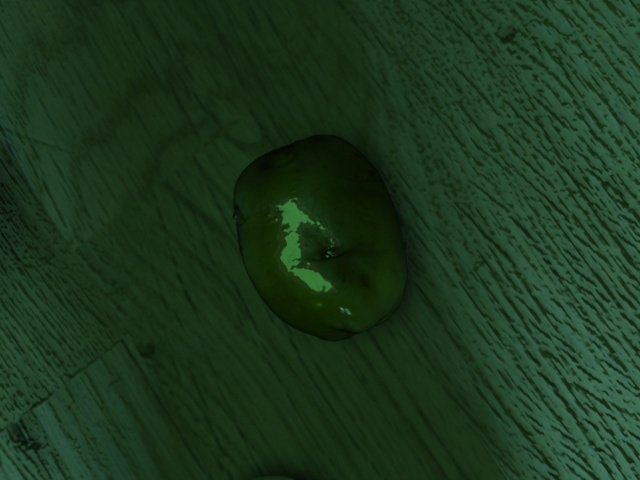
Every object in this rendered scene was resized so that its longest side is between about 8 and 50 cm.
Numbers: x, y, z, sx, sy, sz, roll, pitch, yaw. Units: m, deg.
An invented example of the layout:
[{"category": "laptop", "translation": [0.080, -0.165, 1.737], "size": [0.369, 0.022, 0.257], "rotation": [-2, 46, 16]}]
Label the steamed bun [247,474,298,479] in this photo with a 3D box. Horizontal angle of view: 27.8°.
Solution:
[{"category": "steamed bun", "translation": [-0.053, 0.293, 1.297], "size": [0.130, 0.091, 0.112], "rotation": [-37, 85, 8]}]

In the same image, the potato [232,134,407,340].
[{"category": "potato", "translation": [0.000, -0.001, 1.266], "size": [0.154, 0.137, 0.200], "rotation": [-21, 82, 12]}]
